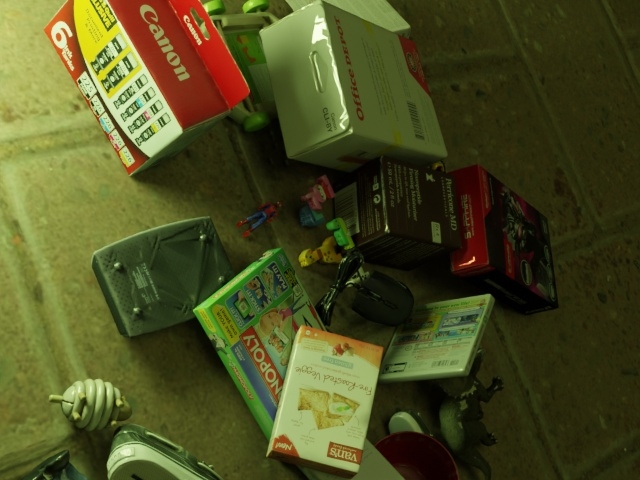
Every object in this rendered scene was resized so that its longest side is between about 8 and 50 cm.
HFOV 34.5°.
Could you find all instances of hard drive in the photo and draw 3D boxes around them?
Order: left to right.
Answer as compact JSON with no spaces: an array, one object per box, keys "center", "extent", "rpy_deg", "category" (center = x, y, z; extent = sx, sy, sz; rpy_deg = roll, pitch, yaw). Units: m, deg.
[{"center":[-0.269,0.064,1.794],"extent":[0.254,0.054,0.172],"rpy_deg":[-21,85,-43],"category":"hard drive"}]

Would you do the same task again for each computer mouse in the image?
[{"center":[0.093,0.143,2.011],"extent":[0.184,0.060,0.262],"rpy_deg":[-57,138,-3],"category":"computer mouse"}]

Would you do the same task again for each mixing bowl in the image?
[{"center":[0.159,0.454,1.917],"extent":[0.181,0.098,0.182],"rpy_deg":[2,67,-4],"category":"mixing bowl"}]

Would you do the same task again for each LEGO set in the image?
[{"center":[0.000,0.000,2.022],"extent":[0.093,0.087,0.227],"rpy_deg":[-29,96,-39],"category":"LEGO set"}]

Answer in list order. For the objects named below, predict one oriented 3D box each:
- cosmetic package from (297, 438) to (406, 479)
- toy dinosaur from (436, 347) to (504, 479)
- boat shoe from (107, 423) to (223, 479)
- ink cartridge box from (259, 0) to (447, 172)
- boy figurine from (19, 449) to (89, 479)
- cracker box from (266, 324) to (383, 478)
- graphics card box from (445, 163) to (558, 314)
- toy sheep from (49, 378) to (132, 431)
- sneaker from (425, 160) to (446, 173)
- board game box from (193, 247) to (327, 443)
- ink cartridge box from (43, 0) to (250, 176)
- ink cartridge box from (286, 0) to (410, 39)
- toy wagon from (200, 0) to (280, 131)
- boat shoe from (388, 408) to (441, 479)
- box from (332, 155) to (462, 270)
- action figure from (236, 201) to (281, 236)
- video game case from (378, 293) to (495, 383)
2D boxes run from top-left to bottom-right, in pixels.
[{"center":[0.074,0.434,1.821],"extent":[0.117,0.085,0.231],"rpy_deg":[-39,77,-19],"category":"cosmetic package"},{"center":[0.290,0.353,2.090],"extent":[0.160,0.121,0.314],"rpy_deg":[-4,102,-42],"category":"toy dinosaur"},{"center":[-0.203,0.399,1.655],"extent":[0.335,0.121,0.119],"rpy_deg":[48,16,-31],"category":"boat shoe"},{"center":[0.071,-0.291,2.083],"extent":[0.384,0.160,0.279],"rpy_deg":[7,66,-56],"category":"ink cartridge box"},{"center":[-0.336,0.451,1.548],"extent":[0.285,0.092,0.177],"rpy_deg":[54,44,-8],"category":"boy figurine"},{"center":[0.010,0.280,1.794],"extent":[0.155,0.067,0.232],"rpy_deg":[15,66,-5],"category":"cracker box"},{"center":[0.399,0.007,2.258],"extent":[0.371,0.094,0.233],"rpy_deg":[30,51,-50],"category":"graphics card box"},{"center":[-0.359,0.258,1.617],"extent":[0.132,0.091,0.091],"rpy_deg":[20,59,-24],"category":"toy sheep"},{"center":[0.233,-0.172,2.274],"extent":[0.088,0.092,0.225],"rpy_deg":[-10,77,-41],"category":"sneaker"},{"center":[-0.073,0.202,1.862],"extent":[0.213,0.046,0.317],"rpy_deg":[-40,108,-42],"category":"board game box"},{"center":[-0.303,-0.313,1.786],"extent":[0.130,0.272,0.309],"rpy_deg":[-32,92,-42],"category":"ink cartridge box"},{"center":[0.057,-0.480,2.259],"extent":[0.224,0.056,0.181],"rpy_deg":[-19,54,-24],"category":"ink cartridge box"},{"center":[-0.161,-0.347,2.053],"extent":[0.344,0.068,0.267],"rpy_deg":[-16,82,-41],"category":"toy wagon"},{"center":[0.210,0.432,2.008],"extent":[0.076,0.080,0.229],"rpy_deg":[-19,77,-54],"category":"boat shoe"},{"center":[0.154,-0.052,2.107],"extent":[0.203,0.167,0.169],"rpy_deg":[11,65,-35],"category":"box"},{"center":[-0.112,-0.047,1.988],"extent":[0.038,0.030,0.115],"rpy_deg":[53,46,-1],"category":"action figure"},{"center":[0.226,0.195,2.028],"extent":[0.023,0.212,0.193],"rpy_deg":[51,47,-28],"category":"video game case"}]
